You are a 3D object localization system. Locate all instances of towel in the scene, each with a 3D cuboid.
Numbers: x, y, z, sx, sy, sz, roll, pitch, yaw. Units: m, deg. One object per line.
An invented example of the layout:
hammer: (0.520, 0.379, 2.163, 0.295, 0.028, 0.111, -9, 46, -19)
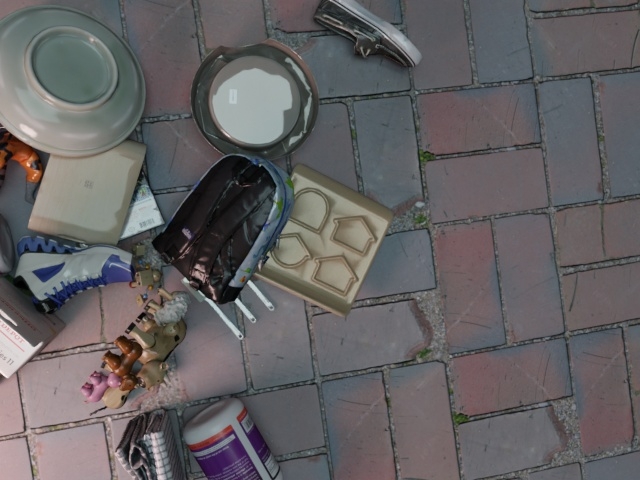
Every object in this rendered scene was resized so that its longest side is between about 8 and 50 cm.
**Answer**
towel: (-0.431, 0.583, 1.690, 0.121, 0.284, 0.235, -14, 92, -10)

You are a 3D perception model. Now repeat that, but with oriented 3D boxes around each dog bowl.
dog bowl: (-0.183, -0.379, 1.820, 0.349, 0.102, 0.348, 0, 90, -11)

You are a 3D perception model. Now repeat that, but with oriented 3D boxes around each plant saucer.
plant saucer: (-0.617, -0.409, 1.620, 0.401, 0.100, 0.400, 7, 76, -30)

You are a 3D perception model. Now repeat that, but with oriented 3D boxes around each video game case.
video game case: (-0.567, -0.100, 1.777, 0.232, 0.042, 0.210, -23, 94, -10)

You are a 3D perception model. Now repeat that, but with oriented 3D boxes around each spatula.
spatula: (-0.250, 0.147, 1.854, 0.168, 0.019, 0.242, -42, 98, -9)

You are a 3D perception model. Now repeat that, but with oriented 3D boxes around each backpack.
backpack: (-0.226, -0.060, 1.722, 0.290, 0.273, 0.355, 37, 114, 22)

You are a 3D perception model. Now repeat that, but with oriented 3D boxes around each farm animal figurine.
farm animal figurine: (-0.457, 0.310, 1.720, 0.172, 0.330, 0.326, 37, 56, -7)

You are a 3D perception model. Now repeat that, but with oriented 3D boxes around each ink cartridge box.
ink cartridge box: (-0.761, 0.204, 1.585, 0.207, 0.353, 0.119, 45, 83, -8)

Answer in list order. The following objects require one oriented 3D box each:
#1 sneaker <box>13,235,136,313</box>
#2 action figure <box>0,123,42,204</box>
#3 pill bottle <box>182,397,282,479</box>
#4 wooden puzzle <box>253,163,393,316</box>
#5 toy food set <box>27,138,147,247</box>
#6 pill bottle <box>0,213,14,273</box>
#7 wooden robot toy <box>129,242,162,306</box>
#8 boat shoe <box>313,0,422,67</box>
sneaker: (-0.641, 0.106, 1.686, 0.316, 0.127, 0.182, 7, 61, 1)
action figure: (-0.819, -0.264, 1.643, 0.179, 0.341, 0.330, -6, 83, 32)
pill bottle: (-0.223, 0.602, 1.782, 0.182, 0.181, 0.323, -29, 96, -9)
wooden puzzle: (0.000, 0.000, 1.876, 0.322, 0.080, 0.347, 26, 81, -10)
toy food set: (-0.604, -0.143, 1.716, 0.220, 0.092, 0.306, 17, 86, -20)
pill bottle: (-0.937, 0.031, 1.648, 0.283, 0.160, 0.160, -11, 93, -10)
wooden robot toy: (-0.475, 0.092, 1.799, 0.079, 0.076, 0.173, -9, 93, -46)
boat shoe: (0.131, -0.579, 1.883, 0.335, 0.121, 0.119, 34, 92, 1)
